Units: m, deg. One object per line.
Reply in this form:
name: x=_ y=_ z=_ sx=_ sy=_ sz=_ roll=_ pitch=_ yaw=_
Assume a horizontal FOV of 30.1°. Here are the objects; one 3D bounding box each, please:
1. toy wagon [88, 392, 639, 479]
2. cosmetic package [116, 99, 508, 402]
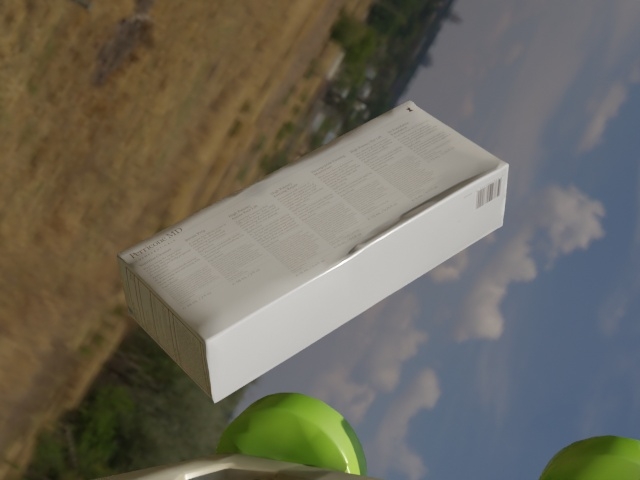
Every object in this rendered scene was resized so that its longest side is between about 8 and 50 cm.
toy wagon: x=-0.038 y=0.123 z=0.325 sx=0.267 sy=0.344 sz=0.068 roll=-35 pitch=126 yaw=-63
cosmetic package: x=0.000 y=0.000 z=0.757 sx=0.239 sy=0.099 sz=0.060 roll=-29 pitch=140 yaw=-26
